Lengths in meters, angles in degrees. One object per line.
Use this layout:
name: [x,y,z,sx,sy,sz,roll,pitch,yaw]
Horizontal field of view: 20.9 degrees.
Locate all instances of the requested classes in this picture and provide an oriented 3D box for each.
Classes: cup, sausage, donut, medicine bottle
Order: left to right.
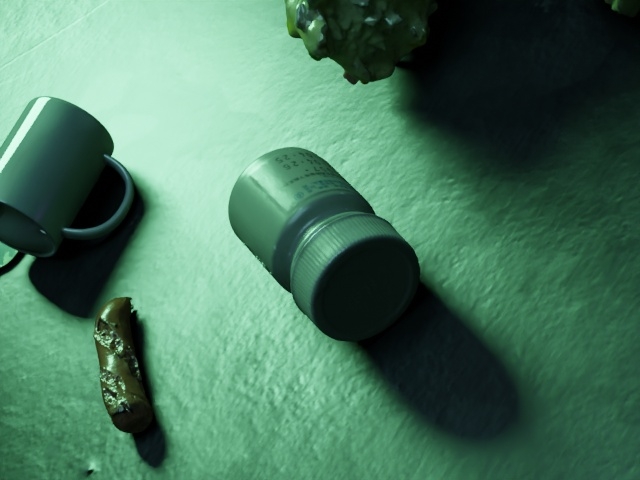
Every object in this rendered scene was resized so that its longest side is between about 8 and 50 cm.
cup: [-0.258,-0.052,1.702,0.099,0.136,0.133,-35,25,60]
sausage: [-0.176,0.108,1.534,0.158,0.042,0.036,-105,35,-48]
medicine bottle: [0.000,0.000,1.453,0.105,0.105,0.168,-40,41,-2]
donut: [0.148,-0.291,1.571,0.371,0.150,0.307,-14,47,25]

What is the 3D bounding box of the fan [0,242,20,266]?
fan: [-0.377,0.016,1.771,0.240,0.009,0.131,-23,44,17]
